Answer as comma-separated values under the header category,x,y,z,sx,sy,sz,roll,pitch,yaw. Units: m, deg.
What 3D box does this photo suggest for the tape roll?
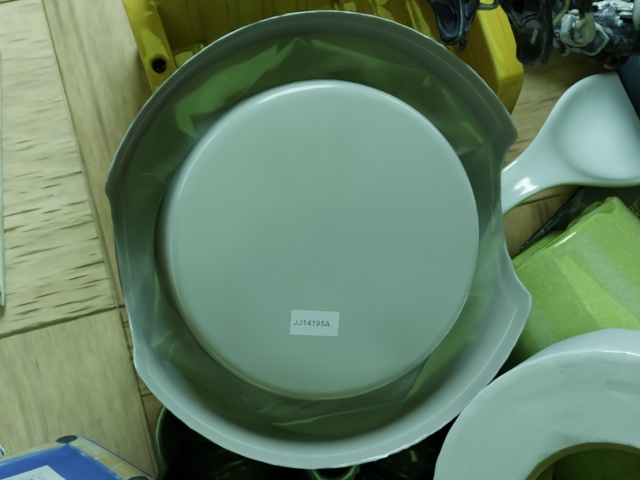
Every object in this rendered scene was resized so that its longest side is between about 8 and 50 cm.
category,x,y,z,sx,sy,sz,roll,pitch,yaw
tape roll,0.233,0.214,0.581,0.286,0.100,0.286,2,94,31

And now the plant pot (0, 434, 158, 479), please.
category,x,y,z,sx,sy,sz,roll,pitch,yaw
plant pot,-0.231,0.295,0.621,0.236,0.236,0.212,-9,99,-39

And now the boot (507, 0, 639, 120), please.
category,x,y,z,sx,sy,sz,roll,pitch,yaw
boot,0.315,-0.197,0.794,0.246,0.094,0.207,-3,60,-13

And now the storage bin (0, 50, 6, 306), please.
category,x,y,z,sx,sy,sz,roll,pitch,yaw
storage bin,-0.443,-0.062,0.711,0.260,0.123,0.262,-2,88,-7

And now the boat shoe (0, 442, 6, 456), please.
category,x,y,z,sx,sy,sz,roll,pitch,yaw
boat shoe,-0.342,0.215,0.723,0.108,0.102,0.301,-12,89,-8

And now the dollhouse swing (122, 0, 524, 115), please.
category,x,y,z,sx,sy,sz,roll,pitch,yaw
dollhouse swing,0.016,-0.190,0.686,0.347,0.305,0.315,-18,90,-9

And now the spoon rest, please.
category,x,y,z,sx,sy,sz,roll,pitch,yaw
spoon rest,0.263,-0.083,0.818,0.276,0.084,0.137,-33,72,-6

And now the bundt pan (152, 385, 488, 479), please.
category,x,y,z,sx,sy,sz,roll,pitch,yaw
bundt pan,0.003,0.202,0.760,0.331,0.124,0.331,0,87,-8

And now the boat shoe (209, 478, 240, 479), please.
category,x,y,z,sx,sy,sz,roll,pitch,yaw
boat shoe,0.011,0.278,0.644,0.258,0.109,0.089,22,89,-4

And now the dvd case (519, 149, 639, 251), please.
category,x,y,z,sx,sy,sz,roll,pitch,yaw
dvd case,0.354,0.033,0.866,0.164,0.018,0.221,-44,94,-7

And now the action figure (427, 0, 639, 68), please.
category,x,y,z,sx,sy,sz,roll,pitch,yaw
action figure,0.222,-0.211,0.631,0.276,0.164,0.141,-12,115,-39

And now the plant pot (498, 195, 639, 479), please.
category,x,y,z,sx,sy,sz,roll,pitch,yaw
plant pot,0.279,0.108,0.741,0.276,0.276,0.254,-34,84,-8

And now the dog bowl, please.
category,x,y,z,sx,sy,sz,roll,pitch,yaw
dog bowl,0.000,0.000,0.631,0.349,0.102,0.348,-1,97,-12
